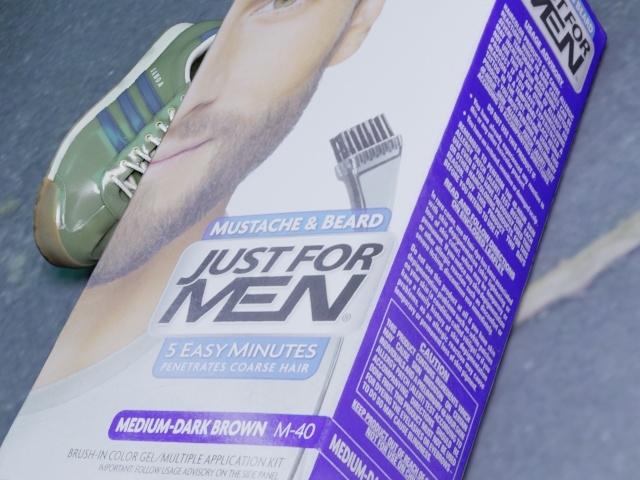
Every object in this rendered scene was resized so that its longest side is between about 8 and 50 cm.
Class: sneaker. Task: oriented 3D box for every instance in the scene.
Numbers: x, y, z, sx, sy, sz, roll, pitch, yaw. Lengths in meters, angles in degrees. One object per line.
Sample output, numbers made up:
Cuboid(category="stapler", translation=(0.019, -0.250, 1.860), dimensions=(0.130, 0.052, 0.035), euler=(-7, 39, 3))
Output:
Cuboid(category="sneaker", translation=(-0.093, -0.065, 0.868), dimensions=(0.086, 0.064, 0.192), euler=(0, 49, 45))

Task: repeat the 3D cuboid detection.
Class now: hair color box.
Cuboid(category="hair color box", translation=(0.000, 0.000, 0.700), dimensions=(0.185, 0.110, 0.339), euler=(-4, 48, 37))
